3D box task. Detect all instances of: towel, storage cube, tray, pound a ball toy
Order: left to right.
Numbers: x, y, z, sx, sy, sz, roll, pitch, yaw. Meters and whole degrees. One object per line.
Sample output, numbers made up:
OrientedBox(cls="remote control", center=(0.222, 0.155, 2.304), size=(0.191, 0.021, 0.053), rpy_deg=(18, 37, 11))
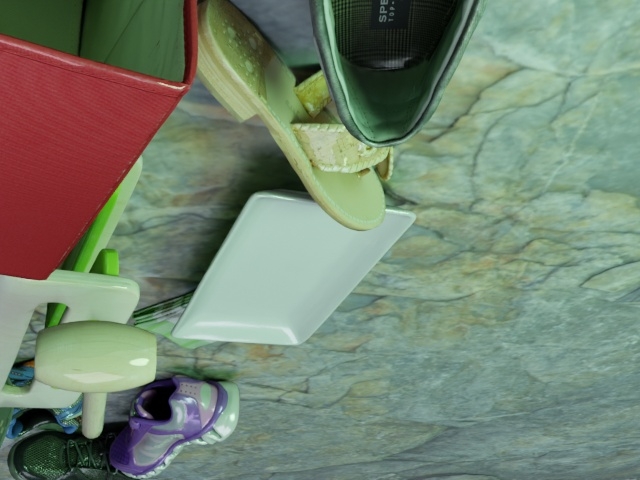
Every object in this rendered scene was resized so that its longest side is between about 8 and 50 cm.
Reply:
OrientedBox(cls="storage cube", center=(-0.181, -0.111, 0.404), size=(0.215, 0.183, 0.193), rpy_deg=(13, 147, -30))
OrientedBox(cls="pound a ball toy", center=(-0.231, 0.060, 0.684), size=(0.136, 0.208, 0.319), rpy_deg=(8, 149, -24))
OrientedBox(cls="towel", center=(-0.111, 0.085, 0.940), size=(0.152, 0.023, 0.113), rpy_deg=(-20, 147, 25))
OrientedBox(cls="tray", center=(-0.037, 0.027, 0.794), size=(0.145, 0.030, 0.270), rpy_deg=(6, 148, -23))

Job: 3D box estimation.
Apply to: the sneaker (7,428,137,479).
OrientedBox(cls="sneaker", center=(-0.323, 0.305, 1.245), size=(0.227, 0.087, 0.130), rpy_deg=(19, 142, -41))

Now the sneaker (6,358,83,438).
OrientedBox(cls="sneaker", center=(-0.379, 0.189, 1.018), size=(0.221, 0.087, 0.083), rpy_deg=(-3, 151, -4))

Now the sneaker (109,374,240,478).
OrientedBox(cls="sneaker", center=(-0.214, 0.236, 1.138), size=(0.104, 0.095, 0.236), rpy_deg=(29, 132, -36))

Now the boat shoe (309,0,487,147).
OrientedBox(cls="boat shoe", center=(0.049, -0.167, 0.405), size=(0.121, 0.119, 0.335), rpy_deg=(-6, 151, 1))

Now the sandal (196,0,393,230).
OrientedBox(cls="sandal", center=(0.013, -0.085, 0.587), size=(0.079, 0.088, 0.240), rpy_deg=(-21, 141, 27))

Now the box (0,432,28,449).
OrientedBox(cls="box", center=(-0.463, 0.263, 1.204), size=(0.081, 0.028, 0.136), rpy_deg=(20, 140, -38))

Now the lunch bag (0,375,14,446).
OrientedBox(cls="lunch bag", center=(-0.485, 0.152, 0.811), size=(0.256, 0.212, 0.305), rpy_deg=(5, 152, 18))
